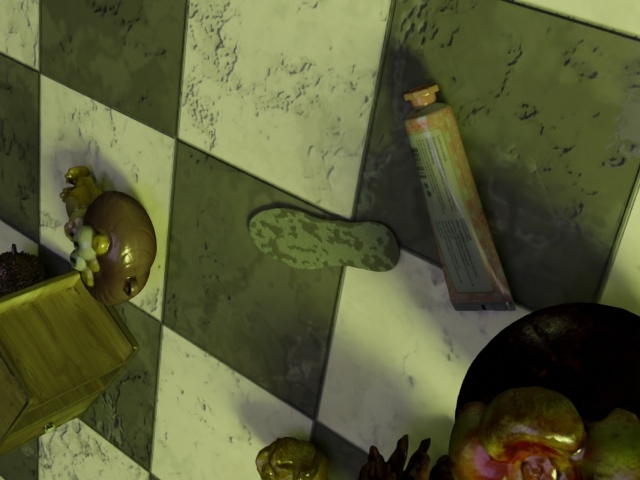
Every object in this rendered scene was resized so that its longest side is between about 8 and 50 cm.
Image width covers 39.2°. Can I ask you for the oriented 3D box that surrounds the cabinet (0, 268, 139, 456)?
[{"bbox_3d":[-0.379,0.172,1.188,0.148,0.175,0.215,53,131,11],"label":"cabinet"}]

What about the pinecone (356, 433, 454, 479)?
[{"bbox_3d":[0.101,0.285,0.826,0.208,0.208,0.207,16,116,35],"label":"pinecone"}]

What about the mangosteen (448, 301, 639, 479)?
[{"bbox_3d":[0.192,0.147,0.681,0.210,0.210,0.210,16,116,35],"label":"mangosteen"}]

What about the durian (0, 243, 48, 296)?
[{"bbox_3d":[-0.415,0.049,1.239,0.080,0.080,0.091,11,110,37],"label":"durian"}]

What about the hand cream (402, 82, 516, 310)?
[{"bbox_3d":[0.117,-0.033,0.787,0.067,0.043,0.209,-5,109,43],"label":"hand cream"}]

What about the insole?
[{"bbox_3d":[0.000,0.000,0.917,0.193,0.006,0.065,5,109,38],"label":"insole"}]

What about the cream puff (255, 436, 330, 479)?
[{"bbox_3d":[-0.029,0.251,1.008,0.083,0.083,0.058,-3,64,52],"label":"cream puff"}]

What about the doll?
[{"bbox_3d":[-0.268,0.000,1.088,0.188,0.096,0.145,27,115,41],"label":"doll"}]
